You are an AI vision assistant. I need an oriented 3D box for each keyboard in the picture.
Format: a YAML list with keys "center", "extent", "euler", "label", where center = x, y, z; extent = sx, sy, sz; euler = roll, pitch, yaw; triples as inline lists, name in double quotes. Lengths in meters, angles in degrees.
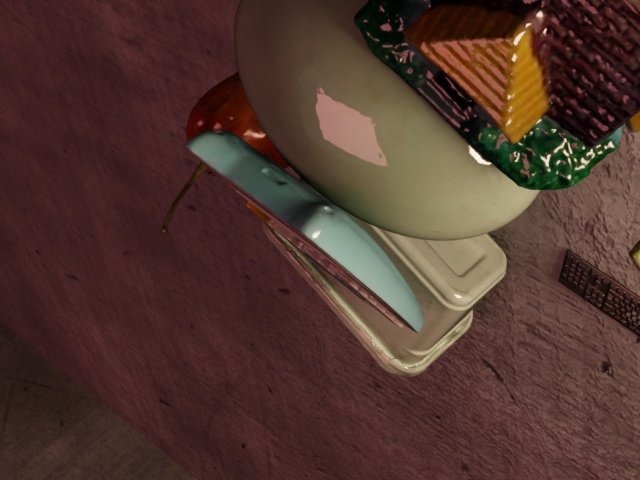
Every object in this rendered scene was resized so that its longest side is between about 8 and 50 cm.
- center: [0.368, 0.083, 1.527]
  extent: [0.198, 0.010, 0.064]
  euler: [37, 148, 27]
  label: "keyboard"

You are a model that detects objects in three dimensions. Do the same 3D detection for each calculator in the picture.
- center: [0.000, 0.000, 1.477]
  extent: [0.256, 0.054, 0.386]
  euler: [36, 174, 29]
  label: "calculator"

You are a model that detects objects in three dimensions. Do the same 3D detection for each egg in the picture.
- center: [0.076, -0.165, 1.375]
  extent: [0.389, 0.276, 0.276]
  euler: [41, 152, 12]
  label: "egg"

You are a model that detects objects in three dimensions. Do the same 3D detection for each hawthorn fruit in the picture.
- center: [-0.141, -0.114, 1.769]
  extent: [0.165, 0.285, 0.165]
  euler: [38, 160, 16]
  label: "hawthorn fruit"

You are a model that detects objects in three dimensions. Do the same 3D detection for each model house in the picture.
- center: [0.195, -0.193, 1.109]
  extent: [0.280, 0.230, 0.249]
  euler: [41, -177, -3]
  label: "model house"

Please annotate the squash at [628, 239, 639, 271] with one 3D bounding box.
- center: [0.414, -0.036, 0.999]
  extent: [0.111, 0.288, 0.203]
  euler: [58, 153, -11]
  label: "squash"

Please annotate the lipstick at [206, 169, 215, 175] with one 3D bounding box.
- center: [-0.134, -0.129, 2.028]
  extent: [0.027, 0.027, 0.176]
  euler: [57, 151, -11]
  label: "lipstick"

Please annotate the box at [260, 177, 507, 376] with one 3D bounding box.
- center: [0.094, 0.001, 1.689]
  extent: [0.312, 0.175, 0.182]
  euler: [48, 145, 6]
  label: "box"
